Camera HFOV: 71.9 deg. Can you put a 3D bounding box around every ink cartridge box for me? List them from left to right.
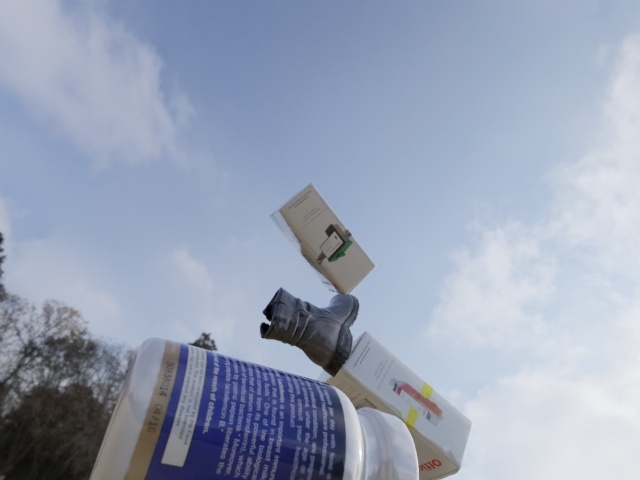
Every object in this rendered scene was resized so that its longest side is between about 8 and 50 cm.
[{"bbox_3d":[0.000,0.000,0.941,0.219,0.092,0.160,51,-12,-8],"label":"ink cartridge box"},{"bbox_3d":[0.178,0.483,1.237,0.384,0.160,0.279,40,-46,4],"label":"ink cartridge box"}]

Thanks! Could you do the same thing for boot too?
[{"bbox_3d":[-0.022,0.181,1.141,0.222,0.338,0.118,31,-74,-4],"label":"boot"}]

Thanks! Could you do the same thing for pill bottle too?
[{"bbox_3d":[-0.055,0.194,0.401,0.264,0.153,0.153,20,-37,-18],"label":"pill bottle"}]
